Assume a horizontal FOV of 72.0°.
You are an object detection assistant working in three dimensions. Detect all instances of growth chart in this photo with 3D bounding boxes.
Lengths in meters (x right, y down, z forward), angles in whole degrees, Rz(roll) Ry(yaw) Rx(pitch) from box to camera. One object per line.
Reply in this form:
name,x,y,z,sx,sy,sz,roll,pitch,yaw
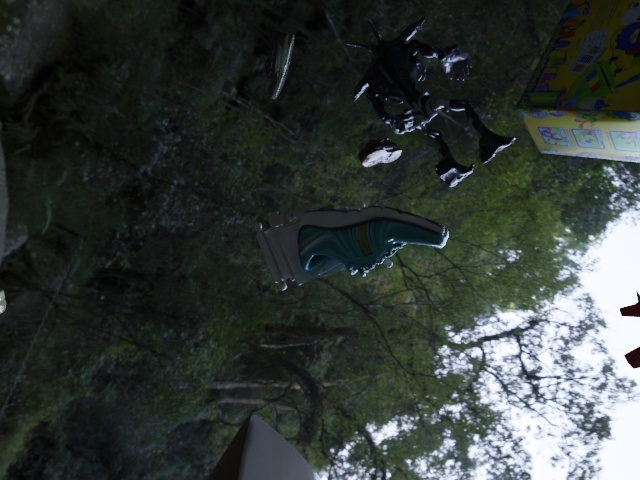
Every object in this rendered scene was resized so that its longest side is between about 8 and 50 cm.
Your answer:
growth chart,0.000,0.000,0.843,0.021,0.237,0.172,86,-11,-64

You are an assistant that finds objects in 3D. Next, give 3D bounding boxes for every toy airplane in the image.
toy airplane,0.567,0.156,0.739,0.151,0.028,0.151,-4,-110,12

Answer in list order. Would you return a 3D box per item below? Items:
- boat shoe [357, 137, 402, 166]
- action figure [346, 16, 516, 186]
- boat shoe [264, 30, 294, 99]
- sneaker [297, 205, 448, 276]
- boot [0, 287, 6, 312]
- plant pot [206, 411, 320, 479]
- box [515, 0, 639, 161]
boat shoe,0.170,-0.273,1.346,0.073,0.207,0.073,52,-55,14
action figure,0.161,-0.222,0.687,0.164,0.141,0.276,-40,-95,34
boat shoe,-0.137,-0.543,1.362,0.223,0.073,0.080,118,-7,-52
sneaker,0.081,0.007,0.750,0.275,0.107,0.110,-3,-105,32
boot,-0.529,0.191,0.577,0.095,0.262,0.203,-1,-70,57
plant pot,-0.058,0.257,0.421,0.109,0.096,0.109,-58,-172,10
box,0.605,-0.329,0.873,0.279,0.177,0.290,22,-99,48
